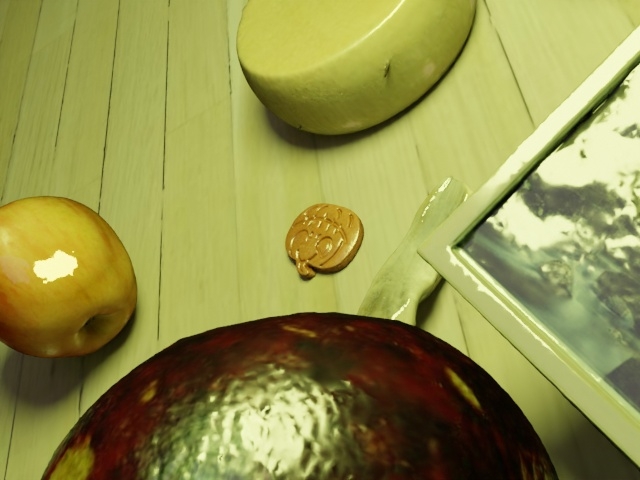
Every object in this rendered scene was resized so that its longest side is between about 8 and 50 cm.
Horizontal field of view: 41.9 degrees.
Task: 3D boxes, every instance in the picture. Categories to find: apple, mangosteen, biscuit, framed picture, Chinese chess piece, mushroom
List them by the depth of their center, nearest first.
[{"bbox_3d":[0.234,0.024,0.432,0.240,0.020,0.324,-44,57,4],"label":"framed picture"},{"bbox_3d":[0.002,0.206,0.439,0.306,0.306,0.360,-38,50,11],"label":"mangosteen"},{"bbox_3d":[0.078,0.031,0.698,0.059,0.054,0.202,10,61,37],"label":"mushroom"},{"bbox_3d":[0.000,0.000,0.807,0.091,0.015,0.078,13,69,45],"label":"biscuit"},{"bbox_3d":[0.034,-0.237,0.891,0.273,0.102,0.273,-22,46,25],"label":"Chinese chess piece"},{"bbox_3d":[-0.285,0.043,0.896,0.199,0.199,0.199,-22,48,27],"label":"apple"}]
